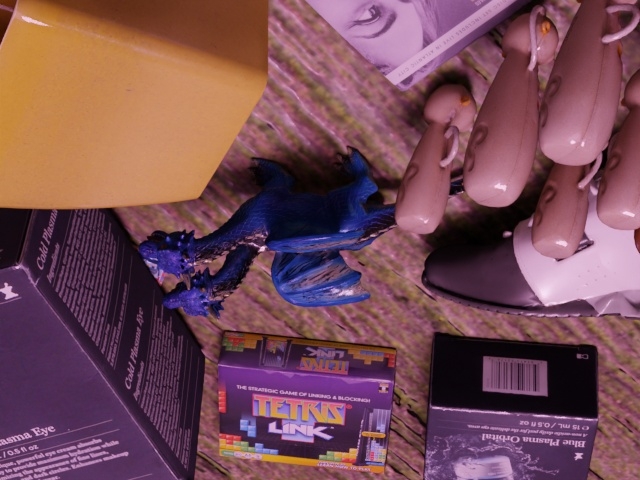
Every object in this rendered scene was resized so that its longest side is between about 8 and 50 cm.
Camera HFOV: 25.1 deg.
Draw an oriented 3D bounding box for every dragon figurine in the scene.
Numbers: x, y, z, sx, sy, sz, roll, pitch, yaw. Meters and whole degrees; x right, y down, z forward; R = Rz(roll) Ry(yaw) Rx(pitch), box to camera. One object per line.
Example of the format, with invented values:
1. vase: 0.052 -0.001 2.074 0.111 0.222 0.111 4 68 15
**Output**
1. dragon figurine: 0.000 0.000 1.192 0.289 0.144 0.085 0 133 9

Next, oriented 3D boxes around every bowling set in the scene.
1. bowling set: 0.198 -0.074 1.067 0.200 0.154 0.287 24 160 -20

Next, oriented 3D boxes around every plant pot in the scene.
1. plant pot: -0.149 -0.143 1.045 0.187 0.212 0.212 15 139 -21

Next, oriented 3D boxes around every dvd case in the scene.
1. dvd case: 0.048 -0.224 1.065 0.164 0.018 0.221 -33 121 32

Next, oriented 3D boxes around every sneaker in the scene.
1. sneaker: 0.235 -0.009 1.180 0.330 0.122 0.146 -1 96 31

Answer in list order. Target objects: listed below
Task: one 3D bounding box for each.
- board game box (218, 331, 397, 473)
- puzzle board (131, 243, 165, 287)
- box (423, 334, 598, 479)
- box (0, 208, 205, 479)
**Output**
1. board game box: -0.014 0.161 1.410 0.170 0.048 0.141 5 134 4
2. puzzle board: -0.213 0.030 1.343 0.128 0.011 0.096 18 132 -8
3. box: 0.178 0.180 1.369 0.156 0.093 0.158 4 134 5
4. box: -0.323 0.107 1.284 0.343 0.179 0.312 -15 132 15
